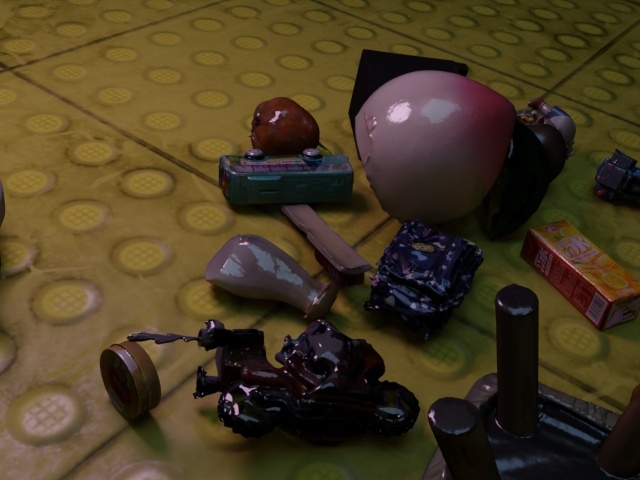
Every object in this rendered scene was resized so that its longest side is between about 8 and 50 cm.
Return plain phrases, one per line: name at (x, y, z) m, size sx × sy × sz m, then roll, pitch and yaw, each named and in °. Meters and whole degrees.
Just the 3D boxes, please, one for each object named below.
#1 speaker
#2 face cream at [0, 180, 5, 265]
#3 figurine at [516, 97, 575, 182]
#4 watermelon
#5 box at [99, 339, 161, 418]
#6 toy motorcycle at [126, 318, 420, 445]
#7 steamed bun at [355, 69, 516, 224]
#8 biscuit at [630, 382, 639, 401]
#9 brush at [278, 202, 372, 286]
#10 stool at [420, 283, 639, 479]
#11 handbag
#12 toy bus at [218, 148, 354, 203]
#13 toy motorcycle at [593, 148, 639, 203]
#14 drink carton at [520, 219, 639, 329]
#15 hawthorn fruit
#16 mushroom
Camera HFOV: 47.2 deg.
speaker at (0.209, -0.291, 1.650) m, size 0.254 × 0.184 × 0.232 m, roll 5°, pitch 38°, yaw -10°
face cream at (-0.658, -0.047, 1.141) m, size 0.312 × 0.219 × 0.357 m, roll -18°, pitch 48°, yaw -32°
figurine at (0.464, -0.200, 1.616) m, size 0.158 × 0.161 × 0.275 m, roll 0°, pitch 30°, yaw 30°
watermelon at (0.380, -0.147, 1.473) m, size 0.123 × 0.129 × 0.301 m, roll 22°, pitch 60°, yaw -27°
box at (-0.261, 0.189, 1.006) m, size 0.037 × 0.105 × 0.105 m, roll -21°, pitch 46°, yaw -41°
toy motorcycle at (-0.066, 0.183, 1.020) m, size 0.401 × 0.134 × 0.207 m, roll 3°, pitch 37°, yaw -19°
steamed bun at (0.234, -0.188, 1.393) m, size 0.309 × 0.309 × 0.309 m, roll 5°, pitch 38°, yaw -4°
biscuit at (0.609, 0.292, 1.049) m, size 0.326 × 0.107 × 0.325 m, roll 5°, pitch 34°, yaw -4°
brush at (0.000, 0.000, 1.323) m, size 0.060 × 0.050 × 0.321 m, roll -6°, pitch 25°, yaw -21°
stool at (0.294, 0.253, 0.900) m, size 0.310 × 0.226 × 0.310 m, roll 17°, pitch 45°, yaw 25°
handbag at (0.181, 0.056, 1.258) m, size 0.162 × 0.113 × 0.260 m, roll 25°, pitch 33°, yaw 13°
toy bus at (-0.067, -0.124, 1.447) m, size 0.262 × 0.091 × 0.109 m, roll -4°, pitch 30°, yaw -13°
toy motorcycle at (0.707, -0.095, 1.555) m, size 0.272 × 0.123 × 0.182 m, roll 32°, pitch 22°, yaw 25°
drink carton at (0.479, 0.057, 1.345) m, size 0.096 × 0.071 × 0.223 m, roll -13°, pitch 42°, yaw -25°
hawthorn fruit at (-0.064, -0.239, 1.563) m, size 0.189 × 0.149 × 0.149 m, roll -17°, pitch 44°, yaw -28°
mushroom at (-0.081, 0.062, 1.227) m, size 0.225 × 0.093 × 0.116 m, roll 22°, pitch 53°, yaw 2°
